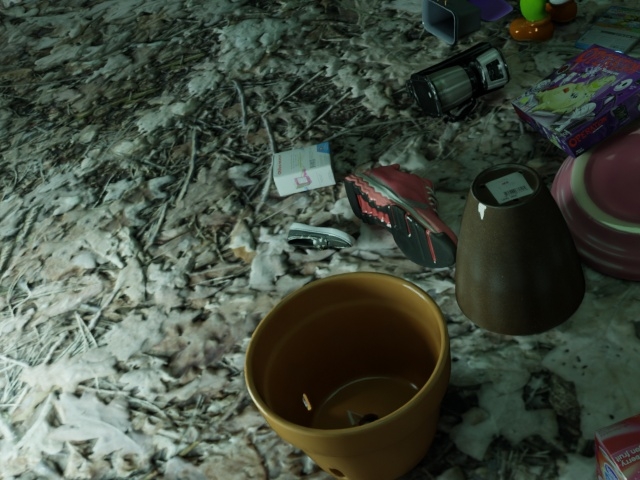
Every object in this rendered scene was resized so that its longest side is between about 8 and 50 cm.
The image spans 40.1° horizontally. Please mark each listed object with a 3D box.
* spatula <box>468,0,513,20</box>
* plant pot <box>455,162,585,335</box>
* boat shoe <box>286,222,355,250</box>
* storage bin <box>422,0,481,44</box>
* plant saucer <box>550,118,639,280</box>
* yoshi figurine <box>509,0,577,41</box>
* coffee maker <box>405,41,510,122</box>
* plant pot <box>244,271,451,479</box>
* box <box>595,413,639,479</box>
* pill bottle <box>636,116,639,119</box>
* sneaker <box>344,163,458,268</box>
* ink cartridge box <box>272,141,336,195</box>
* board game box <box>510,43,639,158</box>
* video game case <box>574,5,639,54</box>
[{"bbox_3d":[0.360,-0.622,2.217,0.084,0.030,0.296,-34,44,-14],"label":"spatula"},{"bbox_3d":[0.310,-0.003,1.407,0.215,0.230,0.215,-10,42,9],"label":"plant pot"},{"bbox_3d":[0.000,0.000,1.660,0.142,0.049,0.040,11,68,31],"label":"boat shoe"},{"bbox_3d":[0.319,-0.546,2.109,0.091,0.098,0.135,-22,40,-21],"label":"storage bin"},{"bbox_3d":[0.555,-0.089,1.480,0.332,0.084,0.332,-11,51,15],"label":"plant saucer"},{"bbox_3d":[0.457,-0.638,1.948,0.203,0.362,0.203,-12,42,8],"label":"yoshi figurine"},{"bbox_3d":[0.291,-0.351,1.879,0.178,0.120,0.171,-25,41,-9],"label":"coffee maker"},{"bbox_3d":[0.056,0.216,1.279,0.291,0.203,0.290,-10,42,9],"label":"plant pot"},{"bbox_3d":[0.495,0.278,1.115,0.257,0.122,0.128,-20,42,-2],"label":"box"},{"bbox_3d":[0.620,-0.232,1.638,0.194,0.108,0.108,6,46,25],"label":"pill bottle"},{"bbox_3d":[0.172,-0.067,1.612,0.136,0.116,0.314,-30,41,-17],"label":"sneaker"},{"bbox_3d":[-0.034,-0.149,1.825,0.123,0.052,0.088,-11,41,7],"label":"ink cartridge box"},{"bbox_3d":[0.495,-0.269,1.637,0.208,0.056,0.347,-31,19,7],"label":"board game box"},{"bbox_3d":[0.663,-0.468,1.953,0.119,0.015,0.166,24,56,38],"label":"video game case"}]
